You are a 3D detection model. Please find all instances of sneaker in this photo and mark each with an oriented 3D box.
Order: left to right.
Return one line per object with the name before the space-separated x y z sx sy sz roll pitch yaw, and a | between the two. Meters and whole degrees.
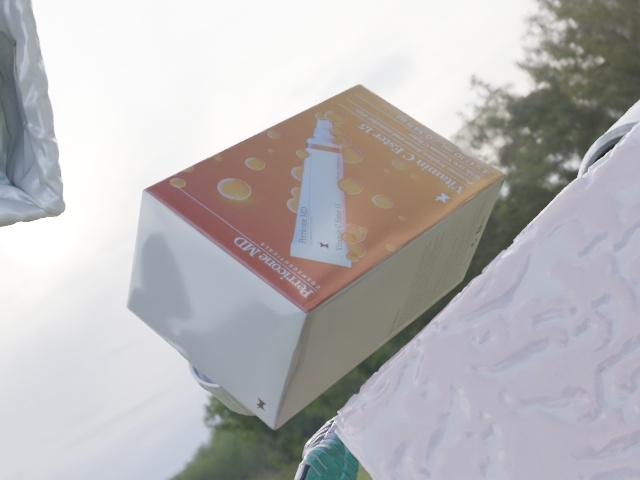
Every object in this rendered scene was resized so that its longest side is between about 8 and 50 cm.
sneaker | 0.004 0.333 1.526 0.098 0.083 0.224 -38 4 34

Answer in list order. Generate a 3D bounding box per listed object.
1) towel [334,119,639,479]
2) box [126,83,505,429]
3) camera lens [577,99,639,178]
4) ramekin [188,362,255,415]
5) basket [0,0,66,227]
towel | 0.205 0.103 0.669 0.332 0.317 0.053 -43 -45 -1
box | 0.000 0.000 1.099 0.345 0.215 0.168 -33 -30 -42
camera lens | 0.518 -0.101 1.530 0.219 0.219 0.274 -43 -5 41
ramekin | -0.102 0.188 1.695 0.207 0.109 0.207 -20 37 16
basket | -0.497 -0.162 1.231 0.331 0.328 0.266 -11 6 -17
